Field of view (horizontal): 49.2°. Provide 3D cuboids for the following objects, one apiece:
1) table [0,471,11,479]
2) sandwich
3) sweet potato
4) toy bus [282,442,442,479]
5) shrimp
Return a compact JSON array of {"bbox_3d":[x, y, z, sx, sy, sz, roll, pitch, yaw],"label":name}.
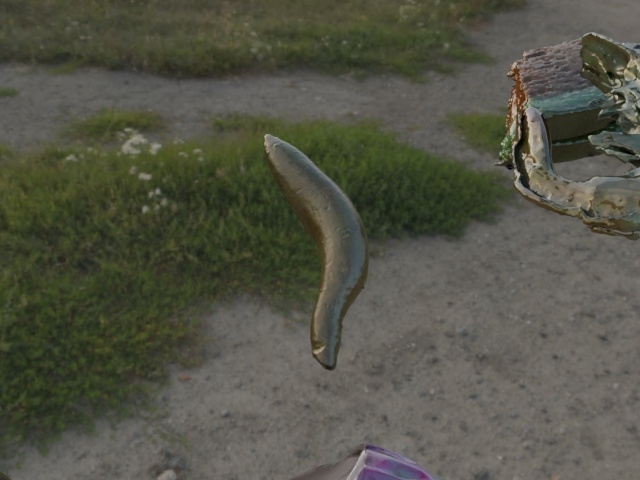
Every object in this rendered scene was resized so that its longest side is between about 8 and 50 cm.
[{"bbox_3d":[-0.141,0.218,0.268,0.167,0.167,0.226,-25,39,-38],"label":"table"},{"bbox_3d":[0.408,-0.231,1.117,0.292,0.109,0.212,-5,53,0],"label":"sandwich"},{"bbox_3d":[0.008,0.002,0.935,0.108,0.079,0.346,-12,66,-5],"label":"sweet potato"},{"bbox_3d":[0.011,0.322,0.692,0.162,0.386,0.171,38,56,-3],"label":"toy bus"},{"bbox_3d":[0.216,-0.079,0.516,0.173,0.058,0.253,-21,35,3],"label":"shrimp"}]
